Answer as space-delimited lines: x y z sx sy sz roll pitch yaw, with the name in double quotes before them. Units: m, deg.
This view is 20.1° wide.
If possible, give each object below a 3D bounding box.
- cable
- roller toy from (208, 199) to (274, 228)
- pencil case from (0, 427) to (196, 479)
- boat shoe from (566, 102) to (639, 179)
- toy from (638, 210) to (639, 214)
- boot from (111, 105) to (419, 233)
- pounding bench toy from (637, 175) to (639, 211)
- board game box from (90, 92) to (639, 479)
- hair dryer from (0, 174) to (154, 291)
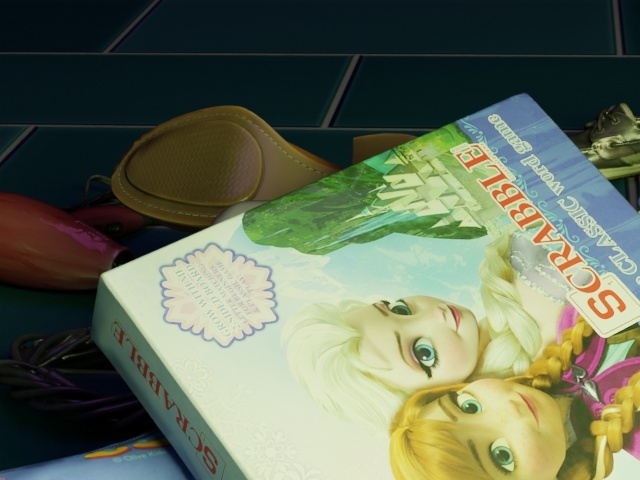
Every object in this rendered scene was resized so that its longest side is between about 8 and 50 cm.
"cable" -0.156 0.102 1.348 0.184 0.047 0.150 -2 25 -8
"roller toy" -0.010 0.068 1.200 0.146 0.191 0.209 3 21 14
"pencil case" -0.142 0.175 1.010 0.306 0.133 0.119 -12 3 -28
"boat shoe" 0.305 -0.103 1.816 0.223 0.073 0.080 -2 20 0
"toy" 0.286 0.024 1.496 0.136 0.056 0.237 -1 20 5
"boot" 0.000 0.000 1.367 0.283 0.220 0.109 -1 57 24
"pounding bench toy" 0.337 -0.041 1.673 0.065 0.052 0.083 -7 21 -15
"board game box" 0.088 0.089 1.020 0.318 0.066 0.319 -25 61 -28
"hair dryer" -0.230 -0.020 1.627 0.223 0.080 0.293 -7 21 -16
